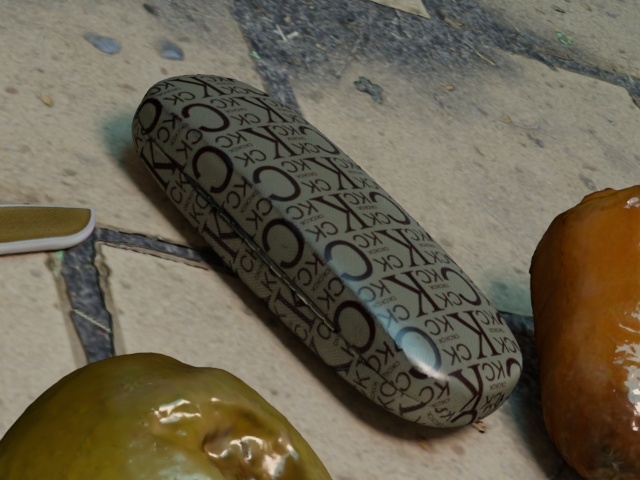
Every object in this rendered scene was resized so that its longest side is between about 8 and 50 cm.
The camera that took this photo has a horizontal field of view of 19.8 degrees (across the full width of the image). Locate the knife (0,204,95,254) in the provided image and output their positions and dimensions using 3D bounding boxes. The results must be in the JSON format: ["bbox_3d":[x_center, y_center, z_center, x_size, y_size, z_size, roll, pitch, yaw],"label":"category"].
[{"bbox_3d":[-0.237,-0.007,1.175,0.256,0.022,0.046,-7,42,-48],"label":"knife"}]

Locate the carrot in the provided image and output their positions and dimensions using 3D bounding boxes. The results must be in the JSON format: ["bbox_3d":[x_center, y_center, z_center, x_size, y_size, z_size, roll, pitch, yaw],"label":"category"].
[{"bbox_3d":[0.217,0.084,1.324,0.159,0.159,0.225,27,37,-4],"label":"carrot"}]

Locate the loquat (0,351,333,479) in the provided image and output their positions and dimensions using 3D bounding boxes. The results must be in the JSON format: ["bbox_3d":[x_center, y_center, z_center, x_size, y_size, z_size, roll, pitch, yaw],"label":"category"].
[{"bbox_3d":[-0.083,0.165,0.874,0.213,0.213,0.213,22,30,-13],"label":"loquat"}]

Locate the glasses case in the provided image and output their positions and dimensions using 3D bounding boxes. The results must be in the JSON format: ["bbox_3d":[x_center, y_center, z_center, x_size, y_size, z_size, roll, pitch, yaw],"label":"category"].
[{"bbox_3d":[0.000,0.000,1.313,0.354,0.085,0.137,45,31,26],"label":"glasses case"}]
